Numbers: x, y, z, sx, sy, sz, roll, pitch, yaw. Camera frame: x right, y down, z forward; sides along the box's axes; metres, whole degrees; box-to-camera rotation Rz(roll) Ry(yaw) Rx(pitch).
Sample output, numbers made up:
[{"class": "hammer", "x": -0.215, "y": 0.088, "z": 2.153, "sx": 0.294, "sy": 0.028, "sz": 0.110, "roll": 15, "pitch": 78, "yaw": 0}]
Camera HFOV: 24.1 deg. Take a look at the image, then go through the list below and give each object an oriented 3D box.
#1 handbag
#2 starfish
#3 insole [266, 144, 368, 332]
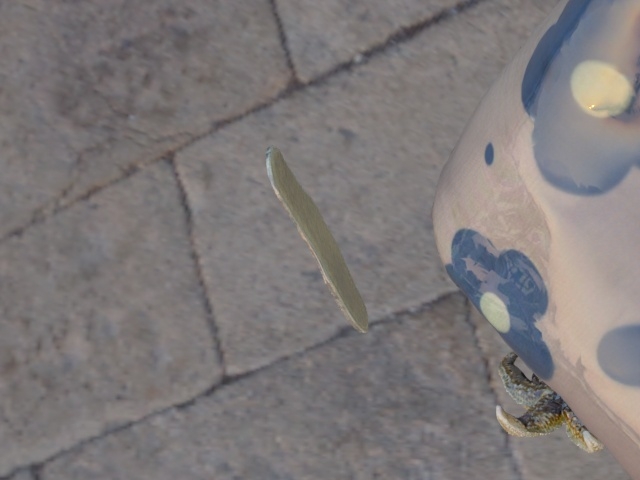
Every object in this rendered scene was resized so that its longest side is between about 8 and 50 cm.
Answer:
[{"class": "handbag", "x": 0.174, "y": -0.008, "z": 0.395, "sx": 0.251, "sy": 0.190, "sz": 0.193, "roll": 47, "pitch": 148, "yaw": 12}, {"class": "starfish", "x": 0.304, "y": 0.211, "z": 1.948, "sx": 0.238, "sy": 0.216, "sz": 0.071, "roll": -138, "pitch": 44, "yaw": -58}, {"class": "insole", "x": 0.000, "y": 0.000, "z": 1.545, "sx": 0.011, "sy": 0.248, "sz": 0.081, "roll": -18, "pitch": 39, "yaw": 16}]
